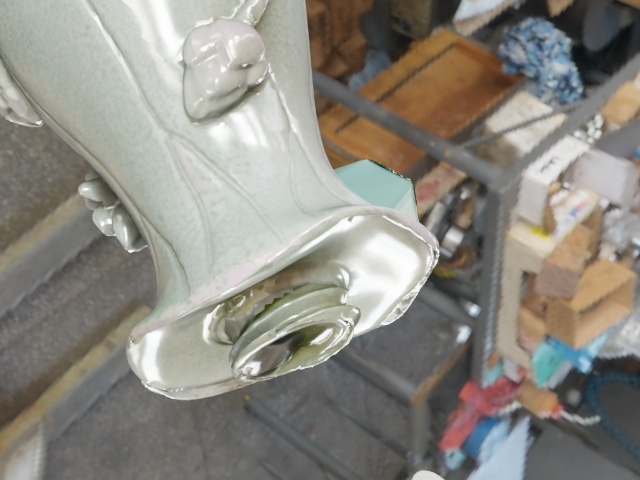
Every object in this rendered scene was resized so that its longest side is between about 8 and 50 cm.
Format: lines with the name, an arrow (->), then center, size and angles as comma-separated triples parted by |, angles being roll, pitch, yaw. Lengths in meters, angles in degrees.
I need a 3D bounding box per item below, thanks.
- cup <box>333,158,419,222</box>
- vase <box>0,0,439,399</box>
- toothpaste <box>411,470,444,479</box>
cup -> 0.000, 0.000, 1.035 | 0.235, 0.134, 0.148 | -37, 152, -55
vase -> -0.097, -0.124, 0.711 | 0.250, 0.445, 0.250 | -21, 157, -9
toothpaste -> 0.023, 0.299, 0.999 | 0.061, 0.096, 0.266 | -14, 151, -52
